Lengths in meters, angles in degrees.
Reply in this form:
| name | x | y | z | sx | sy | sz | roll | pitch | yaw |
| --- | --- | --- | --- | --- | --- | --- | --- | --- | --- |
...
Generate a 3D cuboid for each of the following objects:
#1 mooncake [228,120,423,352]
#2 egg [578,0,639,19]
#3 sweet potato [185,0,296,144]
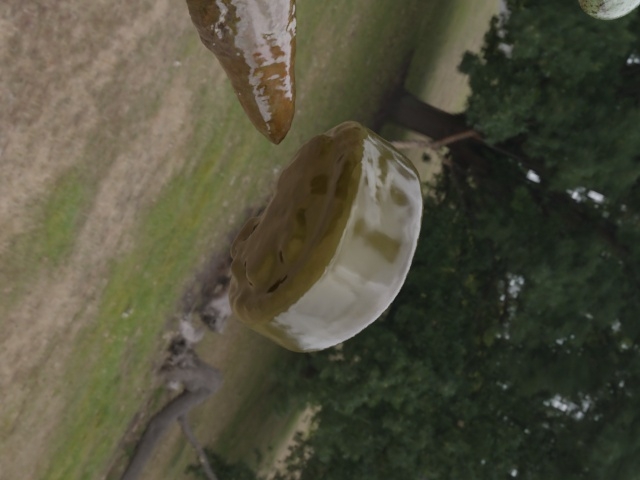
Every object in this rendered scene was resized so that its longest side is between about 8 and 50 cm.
| name | x | y | z | sx | sy | sz | roll | pitch | yaw |
| --- | --- | --- | --- | --- | --- | --- | --- | --- | --- |
| mooncake | 0.000 | 0.000 | 0.794 | 0.235 | 0.117 | 0.235 | -47 | -158 | 26 |
| egg | 0.380 | -0.334 | 1.023 | 0.110 | 0.085 | 0.085 | -50 | 173 | 6 |
| sweet potato | -0.058 | -0.225 | 0.658 | 0.092 | 0.114 | 0.342 | -83 | -177 | -49 |
